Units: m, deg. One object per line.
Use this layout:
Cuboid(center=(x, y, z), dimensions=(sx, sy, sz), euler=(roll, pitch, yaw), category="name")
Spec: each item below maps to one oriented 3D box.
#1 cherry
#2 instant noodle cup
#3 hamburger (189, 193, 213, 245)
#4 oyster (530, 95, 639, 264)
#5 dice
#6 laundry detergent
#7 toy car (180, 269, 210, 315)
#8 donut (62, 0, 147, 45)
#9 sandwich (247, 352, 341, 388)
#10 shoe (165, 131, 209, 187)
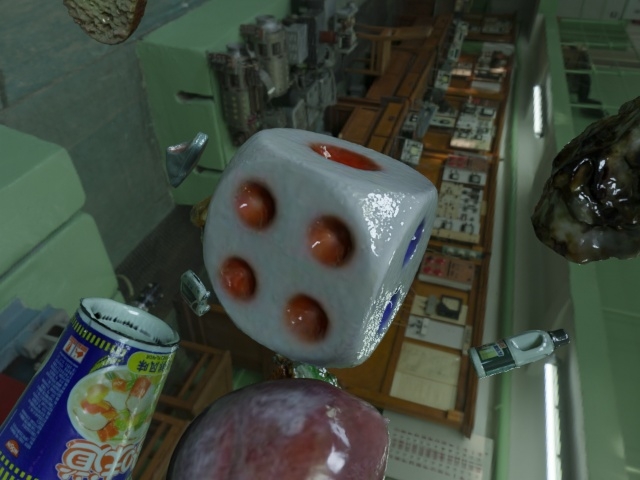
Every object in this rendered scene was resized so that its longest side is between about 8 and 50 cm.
Cuboid(center=(-0.052, 0.292, 0.590), dimensions=(0.221, 0.307, 0.261), euler=(46, 13, -47), category="cherry")
Cuboid(center=(-0.411, 0.286, 0.907), dimensions=(0.313, 0.284, 0.284), euler=(-64, 164, -1), category="instant noodle cup")
Cuboid(center=(-0.193, -0.103, 1.317), dimensions=(0.158, 0.318, 0.319), euler=(56, 34, -19), category="hamburger")
Cuboid(center=(0.346, -0.134, 0.390), dimensions=(0.396, 0.111, 0.204), euler=(-35, -158, 35), category="oyster")
Cuboid(center=(0.000, 0.000, 0.687), dimensions=(0.243, 0.259, 0.251), euler=(-26, 137, -59), category="dice")
Cuboid(center=(0.463, 0.256, 1.149), dimensions=(0.099, 0.225, 0.070), euler=(7, 64, -78), category="laundry detergent")
Cuboid(center=(-0.357, 0.150, 1.390), dimensions=(0.056, 0.095, 0.205), euler=(-36, 167, -25), category="toy car")
Cuboid(center=(-0.252, -0.320, 0.568), dimensions=(0.126, 0.186, 0.144), euler=(-58, -179, 39), category="donut")
Cuboid(center=(-0.063, 0.265, 0.890), dimensions=(0.109, 0.159, 0.184), euler=(66, -24, 1), category="sandwich")
Cuboid(center=(-0.341, -0.210, 1.216), dimensions=(0.195, 0.078, 0.079), euler=(-37, -159, 46), category="shoe")
